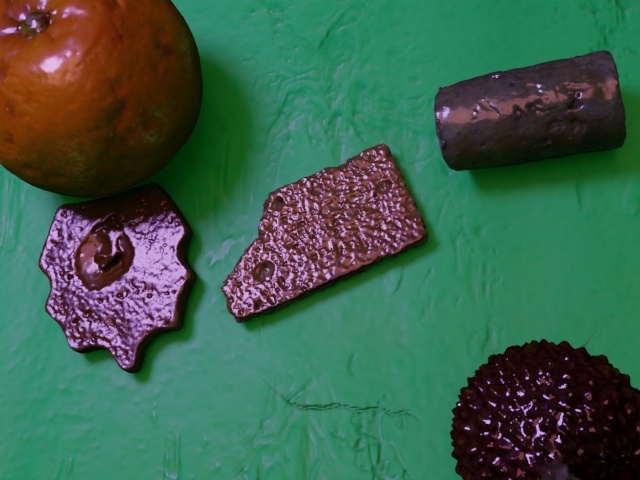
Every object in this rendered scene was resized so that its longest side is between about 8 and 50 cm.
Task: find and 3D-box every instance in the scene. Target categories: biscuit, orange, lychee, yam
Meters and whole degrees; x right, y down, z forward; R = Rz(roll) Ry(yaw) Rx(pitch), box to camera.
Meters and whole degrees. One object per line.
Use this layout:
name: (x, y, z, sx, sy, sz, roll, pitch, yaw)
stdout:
biscuit: (-0.227, 0.047, 1.044, 0.182, 0.034, 0.215, -13, 72, 7)
orange: (-0.260, -0.178, 1.023, 0.261, 0.261, 0.261, -3, 71, 10)
lychee: (0.206, 0.180, 0.847, 0.188, 0.188, 0.188, -3, 71, 10)
biscuit: (-0.008, -0.008, 1.026, 0.237, 0.026, 0.131, -24, 67, 3)
yam: (0.220, -0.134, 0.982, 0.194, 0.107, 0.107, -10, 70, 9)
